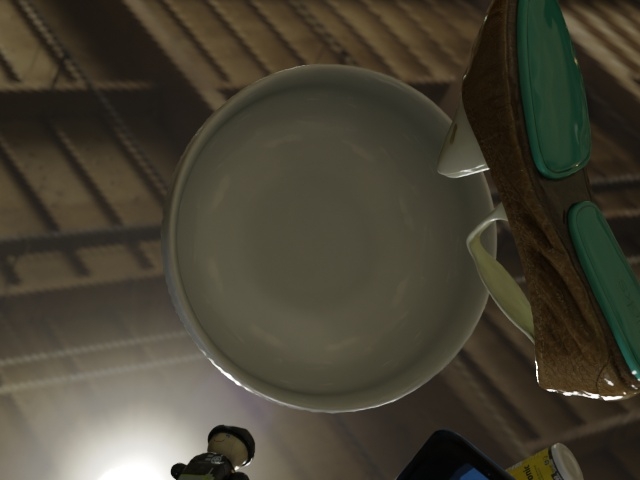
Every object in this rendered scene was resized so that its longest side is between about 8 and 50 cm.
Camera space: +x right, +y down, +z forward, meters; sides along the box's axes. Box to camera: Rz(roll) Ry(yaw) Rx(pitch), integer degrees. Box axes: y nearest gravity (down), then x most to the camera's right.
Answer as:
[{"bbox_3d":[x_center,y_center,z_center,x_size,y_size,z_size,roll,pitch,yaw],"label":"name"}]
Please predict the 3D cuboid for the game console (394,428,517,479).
[{"bbox_3d":[0.153,0.359,1.313,0.293,0.250,0.173,39,179,9],"label":"game console"}]

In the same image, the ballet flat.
[{"bbox_3d":[0.164,-0.033,1.085,0.116,0.124,0.342,-22,-86,-53],"label":"ballet flat"}]

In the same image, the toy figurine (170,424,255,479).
[{"bbox_3d":[-0.101,0.345,1.619,0.213,0.209,0.148,35,-142,0],"label":"toy figurine"}]

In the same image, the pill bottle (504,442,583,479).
[{"bbox_3d":[0.271,0.311,1.760,0.065,0.116,0.065,45,-155,-27],"label":"pill bottle"}]

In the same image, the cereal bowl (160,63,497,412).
[{"bbox_3d":[0.000,0.000,1.391,0.339,0.338,0.141,21,172,-12],"label":"cereal bowl"}]
